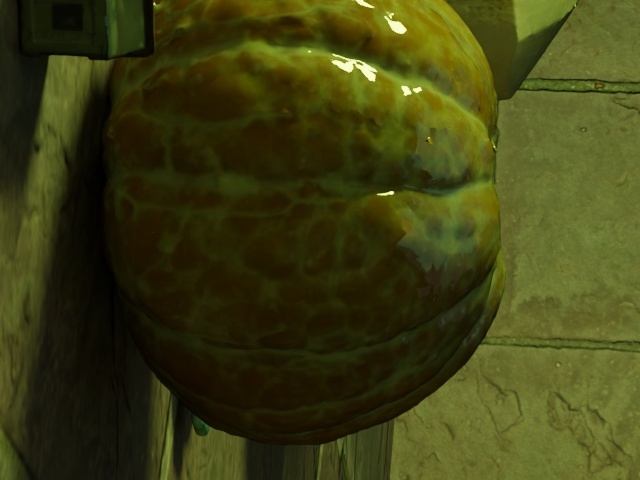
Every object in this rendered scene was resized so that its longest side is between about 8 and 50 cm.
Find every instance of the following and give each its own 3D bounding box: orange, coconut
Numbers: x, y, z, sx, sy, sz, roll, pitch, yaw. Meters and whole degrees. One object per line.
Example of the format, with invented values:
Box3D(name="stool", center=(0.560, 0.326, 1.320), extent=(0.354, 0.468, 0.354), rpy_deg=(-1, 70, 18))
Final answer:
Box3D(name="orange", center=(-0.008, -0.036, 1.088), extent=(0.329, 0.249, 0.329), rpy_deg=(179, -90, -90))
Box3D(name="coconut", center=(0.127, -0.288, 1.812), extent=(0.323, 0.323, 0.322), rpy_deg=(2, 90, -83))

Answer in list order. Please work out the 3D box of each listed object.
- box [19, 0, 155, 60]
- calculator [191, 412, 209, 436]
Box3D(name="box", center=(-0.123, -0.134, 0.895), extent=(0.063, 0.060, 0.084), rpy_deg=(-40, 133, -70))
Box3D(name="calculator", center=(-0.093, 0.076, 1.352), extent=(0.095, 0.021, 0.153), rpy_deg=(70, 23, -72))
